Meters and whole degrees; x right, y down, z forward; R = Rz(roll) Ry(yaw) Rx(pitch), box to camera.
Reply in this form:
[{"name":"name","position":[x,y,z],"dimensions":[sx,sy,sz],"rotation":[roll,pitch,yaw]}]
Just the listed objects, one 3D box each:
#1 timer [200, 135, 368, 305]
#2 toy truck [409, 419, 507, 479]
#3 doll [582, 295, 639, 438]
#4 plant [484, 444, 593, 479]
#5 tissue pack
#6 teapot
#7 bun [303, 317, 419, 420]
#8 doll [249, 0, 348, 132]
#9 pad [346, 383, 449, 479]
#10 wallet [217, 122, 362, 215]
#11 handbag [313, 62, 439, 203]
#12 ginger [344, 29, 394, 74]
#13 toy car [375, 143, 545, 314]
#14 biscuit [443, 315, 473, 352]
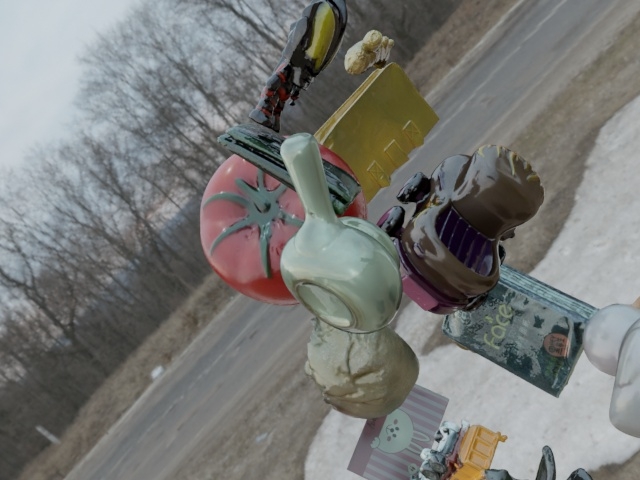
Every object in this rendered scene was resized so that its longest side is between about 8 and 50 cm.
[{"name":"timer","position":[-0.077,-0.043,1.396],"dimensions":[0.378,0.378,0.279],"rotation":[-43,-26,9]},{"name":"toy truck","position":[0.277,0.468,1.273],"dimensions":[0.114,0.135,0.271],"rotation":[-54,-14,-37]},{"name":"doll","position":[0.547,0.209,1.066],"dimensions":[0.221,0.221,0.251],"rotation":[-17,48,66]},{"name":"plant","position":[0.315,0.435,0.897],"dimensions":[0.188,0.276,0.199],"rotation":[-1,42,47]},{"name":"tissue pack","position":[0.459,0.192,1.455],"dimensions":[0.103,0.315,0.228],"rotation":[-26,-45,-46]},{"name":"teapot","position":[0.032,0.009,0.942],"dimensions":[0.149,0.219,0.318],"rotation":[-54,-24,-29]},{"name":"bun","position":[0.073,0.274,1.359],"dimensions":[0.205,0.281,0.281],"rotation":[-52,13,-13]},{"name":"doll","position":[-0.026,-0.290,0.994],"dimensions":[0.249,0.088,0.127],"rotation":[-59,16,8]},{"name":"pad","position":[0.222,0.549,1.760],"dimensions":[0.005,0.202,0.300],"rotation":[80,-146,-69]},{"name":"wallet","position":[-0.042,-0.131,1.047],"dimensions":[0.055,0.236,0.160],"rotation":[-58,-2,19]},{"name":"handbag","position":[0.170,-0.331,1.965],"dimensions":[0.401,0.283,0.133],"rotation":[-50,21,-12]},{"name":"ginger","position":[0.126,-0.463,1.543],"dimensions":[0.118,0.065,0.299],"rotation":[-41,2,20]},{"name":"toy car","position":[0.290,-0.031,1.221],"dimensions":[0.240,0.271,0.341],"rotation":[-40,13,52]},{"name":"biscuit","position":[0.483,0.257,1.978],"dimensions":[0.049,0.180,0.208],"rotation":[112,162,-55]}]
